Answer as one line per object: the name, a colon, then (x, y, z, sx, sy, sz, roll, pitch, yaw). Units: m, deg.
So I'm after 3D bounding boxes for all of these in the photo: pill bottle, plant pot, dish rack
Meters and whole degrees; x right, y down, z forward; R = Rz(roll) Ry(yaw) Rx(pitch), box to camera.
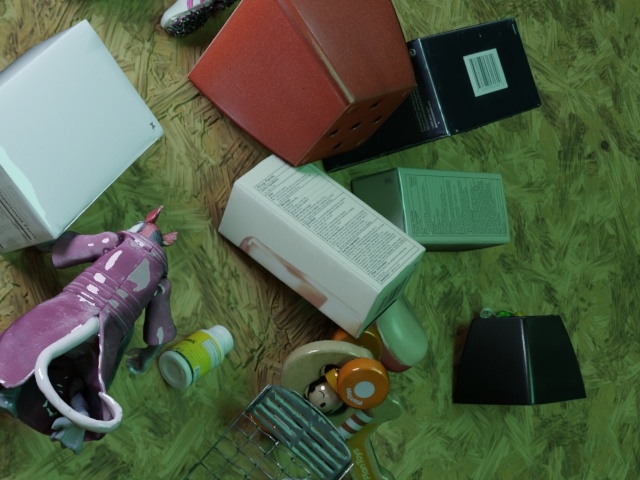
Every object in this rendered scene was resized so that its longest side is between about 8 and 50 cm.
pill bottle: (-0.191, 0.178, 1.942, 0.116, 0.065, 0.065, -32, 104, -45)
plant pot: (-0.004, -0.276, 2.035, 0.267, 0.267, 0.236, -23, 74, -45)
dish rack: (-0.085, 0.366, 1.906, 0.208, 0.074, 0.271, 44, 79, -7)
plant pot: (0.382, 0.228, 2.405, 0.187, 0.188, 0.167, 0, 87, -45)

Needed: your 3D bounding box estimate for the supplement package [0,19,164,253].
supplement package: (-0.390, -0.147, 1.759, 0.204, 0.145, 0.262, 56, 48, -21)

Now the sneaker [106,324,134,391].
sneaker: (-0.334, 0.160, 1.813, 0.089, 0.051, 0.170, 36, 60, -38)

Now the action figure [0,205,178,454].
action figure: (-0.308, 0.083, 1.673, 0.248, 0.276, 0.370, 37, 63, -8)

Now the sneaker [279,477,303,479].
sneaker: (-0.018, 0.456, 2.034, 0.212, 0.094, 0.080, 34, 16, -44)

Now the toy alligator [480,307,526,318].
toy alligator: (0.386, 0.164, 2.539, 0.190, 0.056, 0.051, 27, 18, -31)

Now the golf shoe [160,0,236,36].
golf shoe: (-0.209, -0.402, 2.064, 0.086, 0.067, 0.186, 42, 51, 5)

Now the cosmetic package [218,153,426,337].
cosmetic package: (0.000, 0.000, 2.021, 0.296, 0.129, 0.153, 39, 46, 14)

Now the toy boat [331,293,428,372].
toy boat: (0.087, 0.152, 2.178, 0.151, 0.151, 0.231, 52, 8, -24)

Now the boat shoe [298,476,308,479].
boat shoe: (-0.052, 0.420, 2.051, 0.100, 0.035, 0.035, -14, 89, -52)

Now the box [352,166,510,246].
box: (0.212, -0.054, 2.356, 0.311, 0.121, 0.148, 2, 80, -45)

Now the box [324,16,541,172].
box: (0.180, -0.263, 2.247, 0.296, 0.294, 0.183, -21, 93, -46)

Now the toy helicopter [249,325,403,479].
toy helicopter: (0.030, 0.319, 2.059, 0.140, 0.235, 0.355, -98, 168, -61)
